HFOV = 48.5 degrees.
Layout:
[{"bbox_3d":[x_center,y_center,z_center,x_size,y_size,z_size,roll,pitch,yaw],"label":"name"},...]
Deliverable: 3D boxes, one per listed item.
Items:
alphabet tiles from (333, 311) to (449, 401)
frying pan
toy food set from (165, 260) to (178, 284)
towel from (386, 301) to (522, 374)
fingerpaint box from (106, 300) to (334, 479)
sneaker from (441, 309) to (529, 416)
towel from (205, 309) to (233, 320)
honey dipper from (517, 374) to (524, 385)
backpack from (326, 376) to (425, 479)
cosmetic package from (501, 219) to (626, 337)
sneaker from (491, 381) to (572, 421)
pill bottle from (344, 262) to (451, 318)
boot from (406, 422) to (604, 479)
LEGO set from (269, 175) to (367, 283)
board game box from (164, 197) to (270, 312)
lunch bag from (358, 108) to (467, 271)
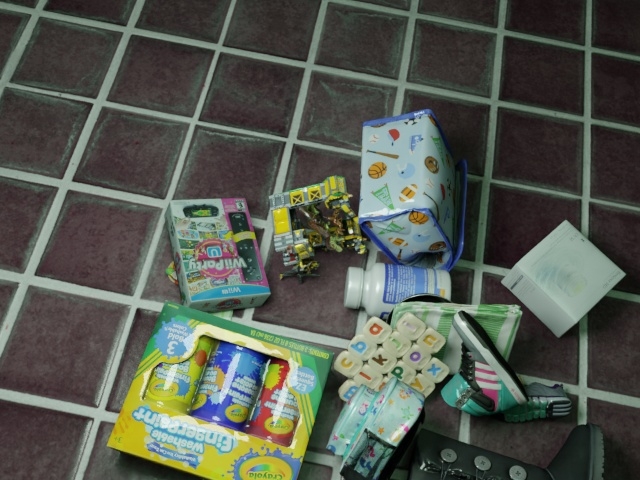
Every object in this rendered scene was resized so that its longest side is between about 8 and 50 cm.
[{"bbox_3d":[0.180,0.317,1.790,0.278,0.021,0.284,35,102,-23],"label":"alphabet tiles"},{"bbox_3d":[0.229,0.251,1.871,0.197,0.326,0.053,33,30,-19],"label":"frying pan"},{"bbox_3d":[-0.383,0.085,1.970,0.083,0.020,0.082,31,65,10],"label":"toy food set"},{"bbox_3d":[0.336,0.261,1.832,0.325,0.247,0.038,2,34,-4],"label":"towel"},{"bbox_3d":[-0.230,0.395,1.736,0.445,0.163,0.371,17,69,4],"label":"fingerpaint box"},{"bbox_3d":[0.367,0.325,1.770,0.178,0.124,0.295,-33,103,15],"label":"sneaker"},{"bbox_3d":[-0.302,0.241,1.899,0.113,0.023,0.151,10,63,-1],"label":"towel"},{"bbox_3d":[0.460,0.390,1.890,0.161,0.030,0.030,-12,65,-7],"label":"honey dipper"},{"bbox_3d":[0.139,0.446,1.698,0.191,0.225,0.253,36,92,9],"label":"backpack"},{"bbox_3d":[0.677,0.107,1.987,0.224,0.138,0.224,-38,74,-20],"label":"cosmetic package"},{"bbox_3d":[0.538,0.418,1.871,0.224,0.083,0.098,1,30,4],"label":"sneaker"},{"bbox_3d":[0.205,0.140,1.921,0.272,0.152,0.152,7,63,-2],"label":"pill bottle"},{"bbox_3d":[0.452,0.550,1.746,0.446,0.146,0.367,7,29,17],"label":"boot"},{"bbox_3d":[0.000,0.000,1.864,0.255,0.331,0.192,-9,61,0],"label":"LEGO set"},{"bbox_3d":[-0.282,0.037,1.927,0.224,0.097,0.303,-4,64,-27],"label":"board game box"},{"bbox_3d":[0.272,-0.111,1.932,0.239,0.385,0.327,-6,60,24],"label":"lunch bag"}]
